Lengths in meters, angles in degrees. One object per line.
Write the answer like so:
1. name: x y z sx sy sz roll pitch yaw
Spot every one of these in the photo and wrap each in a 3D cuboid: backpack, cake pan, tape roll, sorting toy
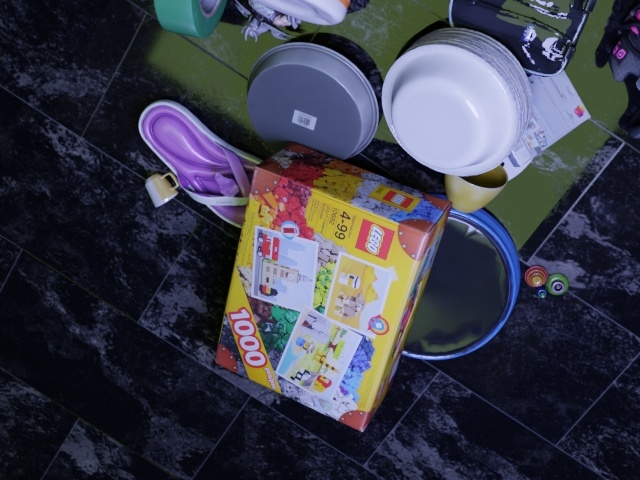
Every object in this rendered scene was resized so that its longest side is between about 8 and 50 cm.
1. backpack: 0.381 -0.453 1.610 0.254 0.191 0.225 20 113 5
2. cake pan: -0.026 -0.270 1.747 0.293 0.054 0.293 13 135 13
3. tape roll: -0.232 -0.555 1.604 0.077 0.321 0.321 12 110 5
4. sorting toy: 0.501 0.098 1.857 0.102 0.042 0.061 21 110 1

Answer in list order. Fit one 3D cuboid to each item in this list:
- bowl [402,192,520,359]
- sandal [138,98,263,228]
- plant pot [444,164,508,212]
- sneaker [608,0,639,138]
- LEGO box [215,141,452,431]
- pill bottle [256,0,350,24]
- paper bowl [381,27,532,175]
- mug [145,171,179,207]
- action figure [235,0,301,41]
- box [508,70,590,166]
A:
1. bowl: 0.250 0.090 1.877 0.392 0.077 0.390 3 109 8
2. sandal: -0.238 -0.145 1.860 0.416 0.102 0.169 35 111 -4
3. plant pot: 0.318 -0.115 1.779 0.134 0.134 0.095 20 129 2
4. sneaker: 0.645 -0.383 1.569 0.202 0.185 0.482 -2 121 19
5. LEGO box: 0.016 0.096 1.775 0.373 0.193 0.499 22 120 14
6. pill bottle: 0.002 -0.616 1.522 0.224 0.224 0.392 20 93 2
7. paper bowl: 0.252 -0.253 1.618 0.284 0.148 0.284 19 133 22
8. mug: -0.362 -0.123 1.915 0.078 0.062 0.064 -33 92 -3
9. action figure: -0.079 -0.530 1.700 0.185 0.099 0.285 38 102 15
10. box: 0.438 -0.260 1.710 0.186 0.038 0.145 -35 101 -6
